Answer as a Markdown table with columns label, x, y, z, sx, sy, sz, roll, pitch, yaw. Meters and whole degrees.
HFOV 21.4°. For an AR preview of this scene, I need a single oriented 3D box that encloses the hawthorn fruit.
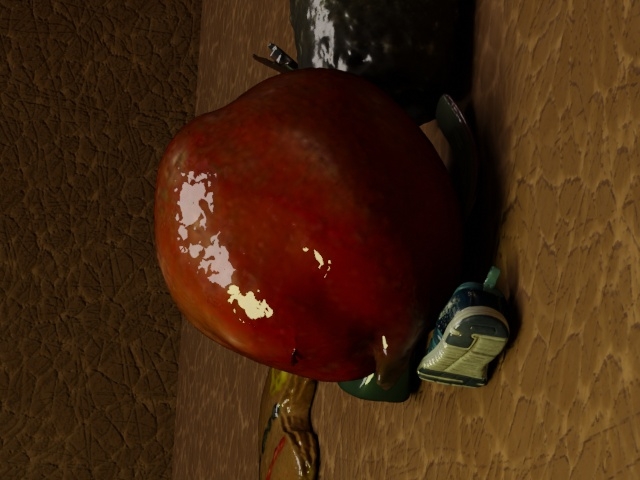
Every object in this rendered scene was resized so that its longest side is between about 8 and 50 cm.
| label | x | y | z | sx | sy | sz | roll | pitch | yaw |
| --- | --- | --- | --- | --- | --- | --- | --- | --- | --- |
| hawthorn fruit | -0.005 | -0.016 | 1.558 | 0.311 | 0.295 | 0.295 | 15 | 101 | 44 |

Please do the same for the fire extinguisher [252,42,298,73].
| label | x | y | z | sx | sy | sz | roll | pitch | yaw |
| --- | --- | --- | --- | --- | --- | --- | --- | --- | --- |
| fire extinguisher | -0.026 | -0.197 | 2.256 | 0.106 | 0.075 | 0.252 | 51 | -167 | -28 |

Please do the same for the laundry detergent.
| label | x | y | z | sx | sy | sz | roll | pitch | yaw |
| --- | --- | --- | --- | --- | --- | --- | --- | --- | --- |
| laundry detergent | 0.065 | 0.047 | 1.732 | 0.144 | 0.078 | 0.222 | -150 | 65 | -78 |

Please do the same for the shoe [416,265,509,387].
| label | x | y | z | sx | sy | sz | roll | pitch | yaw |
| --- | --- | --- | --- | --- | --- | --- | --- | --- | --- |
| shoe | 0.124 | 0.082 | 1.467 | 0.143 | 0.064 | 0.071 | 109 | 172 | -57 |

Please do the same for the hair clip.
| label | x | y | z | sx | sy | sz | roll | pitch | yaw |
| --- | --- | --- | --- | --- | --- | --- | --- | --- | --- |
| hair clip | 0.131 | -0.076 | 1.600 | 0.054 | 0.022 | 0.137 | 109 | 156 | -54 |

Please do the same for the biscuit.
| label | x | y | z | sx | sy | sz | roll | pitch | yaw |
| --- | --- | --- | --- | --- | --- | --- | --- | --- | --- |
| biscuit | -0.044 | 0.248 | 2.236 | 0.262 | 0.052 | 0.277 | 107 | 164 | -46 |

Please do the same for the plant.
| label | x | y | z | sx | sy | sz | roll | pitch | yaw |
| --- | --- | --- | --- | --- | --- | --- | --- | --- | --- |
| plant | 0.056 | -0.283 | 1.703 | 0.194 | 0.181 | 0.321 | 124 | 145 | -68 |
